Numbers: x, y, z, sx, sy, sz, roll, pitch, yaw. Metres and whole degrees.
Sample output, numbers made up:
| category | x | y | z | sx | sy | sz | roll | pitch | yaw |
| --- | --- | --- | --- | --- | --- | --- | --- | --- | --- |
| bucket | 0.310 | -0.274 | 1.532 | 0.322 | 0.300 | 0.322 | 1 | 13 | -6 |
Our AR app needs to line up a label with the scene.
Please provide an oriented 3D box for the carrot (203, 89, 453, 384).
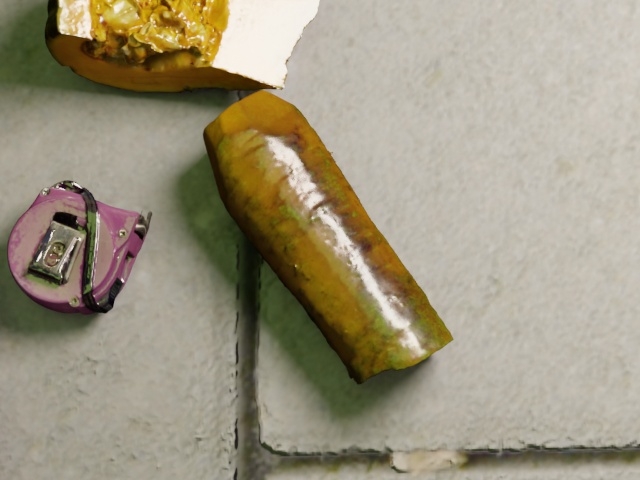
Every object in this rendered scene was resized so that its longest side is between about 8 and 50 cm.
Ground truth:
| category | x | y | z | sx | sy | sz | roll | pitch | yaw |
| --- | --- | --- | --- | --- | --- | --- | --- | --- | --- |
| carrot | 0.000 | 0.000 | 1.694 | 0.114 | 0.114 | 0.302 | -34 | 79 | -1 |

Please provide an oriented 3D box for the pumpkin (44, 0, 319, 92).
| category | x | y | z | sx | sy | sz | roll | pitch | yaw |
| --- | --- | --- | --- | --- | --- | --- | --- | --- | --- |
| pumpkin | -0.138 | -0.210 | 1.754 | 0.248 | 0.126 | 0.131 | 14 | 72 | -10 |

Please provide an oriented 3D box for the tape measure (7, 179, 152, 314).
| category | x | y | z | sx | sy | sz | roll | pitch | yaw |
| --- | --- | --- | --- | --- | --- | --- | --- | --- | --- |
| tape measure | -0.235 | 0.007 | 1.736 | 0.118 | 0.074 | 0.125 | 17 | 79 | 11 |
